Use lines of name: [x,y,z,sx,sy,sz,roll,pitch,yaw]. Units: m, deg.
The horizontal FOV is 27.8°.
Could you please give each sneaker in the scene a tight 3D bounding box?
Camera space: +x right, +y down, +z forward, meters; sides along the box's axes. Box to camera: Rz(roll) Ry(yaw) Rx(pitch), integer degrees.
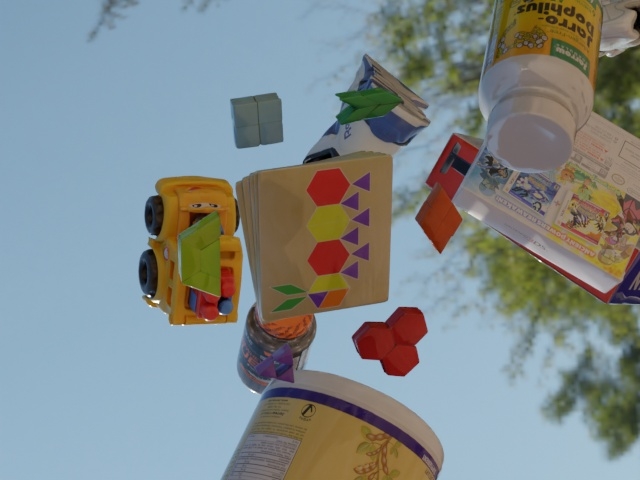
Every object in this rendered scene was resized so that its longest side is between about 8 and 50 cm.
sneaker: [0.508,-0.361,2.151,0.292,0.118,0.110,-33,-70,-56]
sneaker: [0.055,-0.153,1.857,0.127,0.182,0.315,39,-166,-6]

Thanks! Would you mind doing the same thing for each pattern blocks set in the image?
pattern blocks set: [0.000,0.000,1.278,0.026,0.286,0.324,-120,34,-57]

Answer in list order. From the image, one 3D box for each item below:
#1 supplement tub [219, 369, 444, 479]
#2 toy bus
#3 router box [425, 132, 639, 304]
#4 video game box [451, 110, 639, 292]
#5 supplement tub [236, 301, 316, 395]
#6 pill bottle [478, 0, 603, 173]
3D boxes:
supplement tub: [-0.018,0.346,1.522,0.241,0.241,0.331,52,-127,-41]
toy bus: [-0.184,0.029,2.007,0.150,0.211,0.220,0,-71,-22]
router box: [0.347,-0.025,1.779,0.335,0.301,0.082,6,-63,-58]
video game box: [0.276,-0.067,1.467,0.205,0.048,0.187,31,-121,1]
supplement tub: [-0.071,0.164,2.120,0.190,0.117,0.117,105,-178,-52]
pill bottle: [0.225,-0.174,1.331,0.117,0.118,0.208,54,-142,-39]
